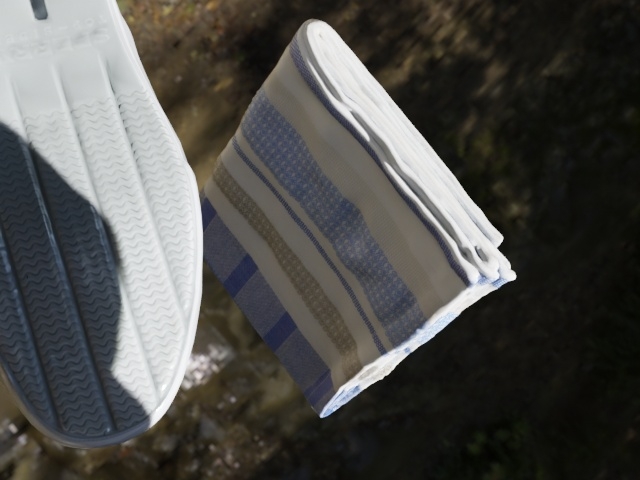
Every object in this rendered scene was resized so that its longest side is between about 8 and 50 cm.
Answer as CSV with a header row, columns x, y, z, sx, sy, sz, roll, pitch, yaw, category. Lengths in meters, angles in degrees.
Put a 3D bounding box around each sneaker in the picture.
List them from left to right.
x,y,z,sx,sy,sz,roll,pitch,yaw,category
-0.106,-0.040,0.492,0.094,0.258,0.091,-8,165,-13,sneaker

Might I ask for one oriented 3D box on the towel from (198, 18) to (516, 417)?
x,y,z,sx,sy,sz,roll,pitch,yaw,category
0.000,0.000,0.831,0.034,0.209,0.285,-32,170,-34,towel
